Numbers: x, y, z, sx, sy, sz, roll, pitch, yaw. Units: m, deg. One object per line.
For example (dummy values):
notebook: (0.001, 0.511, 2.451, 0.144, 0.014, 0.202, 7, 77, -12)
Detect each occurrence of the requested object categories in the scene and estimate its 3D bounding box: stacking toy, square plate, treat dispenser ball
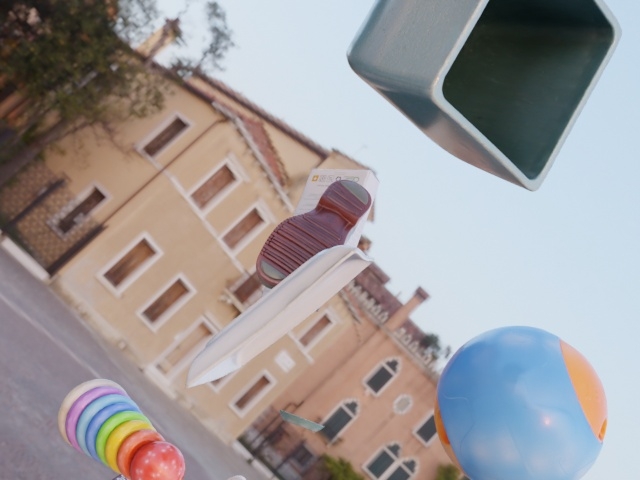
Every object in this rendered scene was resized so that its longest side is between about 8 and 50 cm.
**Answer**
stacking toy: (-0.342, 0.358, 1.422, 0.330, 0.141, 0.141, 17, -29, 52)
square plate: (-0.064, 0.120, 1.406, 0.049, 0.347, 0.344, 52, 4, 8)
treat dispenser ball: (0.337, 0.289, 1.379, 0.288, 0.288, 0.288, 44, -11, 11)

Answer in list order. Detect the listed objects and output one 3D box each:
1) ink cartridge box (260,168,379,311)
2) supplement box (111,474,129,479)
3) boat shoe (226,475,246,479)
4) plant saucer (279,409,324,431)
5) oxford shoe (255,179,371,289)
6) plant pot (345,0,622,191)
ink cartridge box: (0.000, 0.000, 1.902, 0.176, 0.370, 0.069, 5, -28, 36)
supplement box: (-0.453, 0.692, 1.935, 0.130, 0.073, 0.239, 20, -65, 28)
boat shoe: (-0.176, 0.487, 1.584, 0.035, 0.100, 0.035, 50, 23, 13)
plant saucer: (-0.049, 0.451, 2.012, 0.119, 0.021, 0.119, 20, -13, 5)
oxford shoe: (-0.014, 0.013, 1.595, 0.123, 0.348, 0.130, 38, -46, 13)
plant pot: (0.181, -0.245, 1.049, 0.248, 0.247, 0.252, 32, -5, -40)
